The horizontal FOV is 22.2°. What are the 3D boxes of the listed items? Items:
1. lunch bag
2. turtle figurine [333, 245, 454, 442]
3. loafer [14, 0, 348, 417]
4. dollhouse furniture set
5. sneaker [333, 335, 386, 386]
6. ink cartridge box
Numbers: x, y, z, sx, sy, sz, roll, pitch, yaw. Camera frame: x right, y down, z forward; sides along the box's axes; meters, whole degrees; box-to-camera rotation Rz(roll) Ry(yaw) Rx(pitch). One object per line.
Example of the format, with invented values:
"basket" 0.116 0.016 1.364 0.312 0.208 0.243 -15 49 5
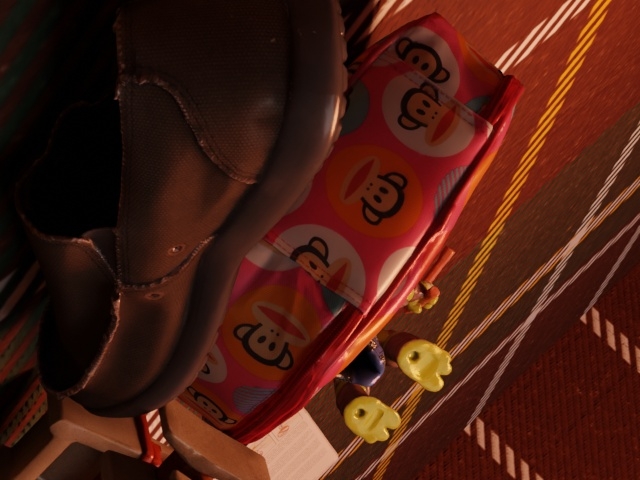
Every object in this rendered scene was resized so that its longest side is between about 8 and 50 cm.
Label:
"lunch bag" 0.000 0.000 1.130 0.293 0.120 0.258 -53 -177 -27
"turtle figurine" 0.041 0.092 1.544 0.269 0.087 0.217 -33 -156 -9
"loafer" -0.107 -0.025 0.899 0.130 0.134 0.366 8 142 -21
"dollhouse furniture set" -0.136 0.217 1.064 0.262 0.135 0.259 -46 -150 17
"sneaker" -0.019 0.079 1.371 0.221 0.087 0.083 7 124 -47
"ink cartridge box" -0.082 0.256 1.852 0.181 0.056 0.225 -44 147 -9
